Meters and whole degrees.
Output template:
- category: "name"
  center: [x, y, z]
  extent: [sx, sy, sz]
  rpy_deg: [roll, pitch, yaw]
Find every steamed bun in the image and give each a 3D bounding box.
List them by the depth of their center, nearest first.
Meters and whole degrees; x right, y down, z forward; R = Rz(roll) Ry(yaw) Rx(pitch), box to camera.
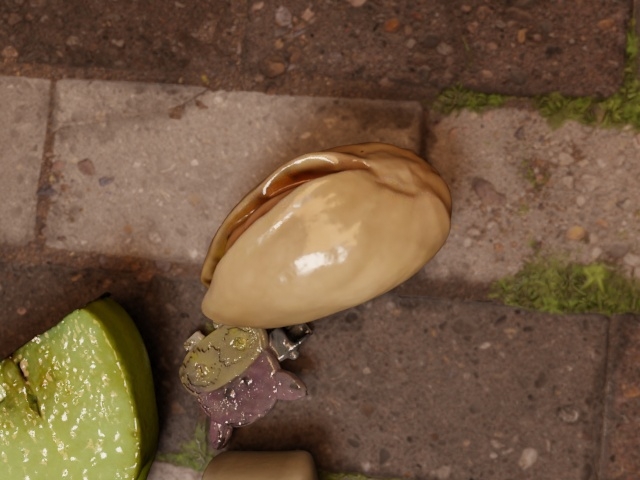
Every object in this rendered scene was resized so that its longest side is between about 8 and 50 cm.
- category: "steamed bun"
  center: [-0.067, 0.374, 0.823]
  extent: [0.146, 0.164, 0.242]
  rpy_deg: [-3, 86, 5]

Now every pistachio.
- category: "pistachio"
  center: [0.000, 0.000, 0.826]
  extent: [0.318, 0.214, 0.193]
  rpy_deg: [-28, 41, 14]

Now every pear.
- category: "pear"
  center: [-0.296, 0.223, 0.859]
  extent: [0.292, 0.159, 0.292]
  rpy_deg: [0, 91, 9]

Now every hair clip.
- category: "hair clip"
  center: [-0.096, 0.159, 0.890]
  extent: [0.187, 0.056, 0.146]
  rpy_deg: [-34, 78, 7]
